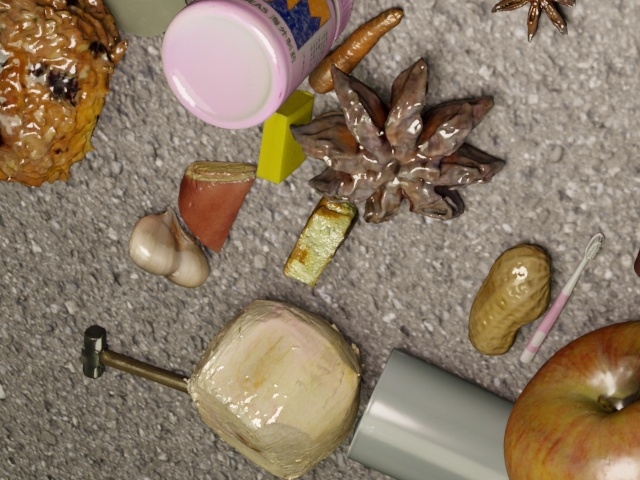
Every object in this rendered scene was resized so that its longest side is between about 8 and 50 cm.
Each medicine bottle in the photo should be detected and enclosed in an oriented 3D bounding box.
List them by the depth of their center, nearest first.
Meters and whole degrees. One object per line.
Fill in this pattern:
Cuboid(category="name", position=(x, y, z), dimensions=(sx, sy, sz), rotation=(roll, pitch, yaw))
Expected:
Cuboid(category="medicine bottle", position=(-0.078, -0.290, 1.438), dimensions=(0.178, 0.290, 0.178), rotation=(12, 126, 17))

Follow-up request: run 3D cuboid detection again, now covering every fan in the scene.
Cuboid(category="fan", position=(-0.233, -0.360, 1.639), dimensions=(0.310, 0.010, 0.182), rotation=(39, 129, 0))

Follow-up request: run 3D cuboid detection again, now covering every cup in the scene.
Cuboid(category="cup", position=(0.219, 0.336, 1.772), dimensions=(0.312, 0.205, 0.205), rotation=(24, 128, 7))

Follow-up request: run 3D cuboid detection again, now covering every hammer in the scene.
Cuboid(category="hammer", position=(-0.303, 0.270, 2.072), dimensions=(0.366, 0.043, 0.111), rotation=(17, 125, 10))

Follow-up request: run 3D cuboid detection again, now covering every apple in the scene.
Cuboid(category="apple", position=(0.482, 0.315, 1.531), dimensions=(0.400, 0.400, 0.333), rotation=(-15, 126, 31))

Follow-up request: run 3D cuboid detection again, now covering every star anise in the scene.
Cuboid(category="star anise", position=(0.289, -0.338, 1.401), dimensions=(0.141, 0.042, 0.141), rotation=(12, 128, 16))
Cuboid(category="star anise", position=(0.113, -0.131, 1.550), dimensions=(0.332, 0.117, 0.331), rotation=(3, 135, 3))

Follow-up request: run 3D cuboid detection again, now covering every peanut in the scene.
Cuboid(category="peanut", position=(0.298, 0.100, 1.650), dimensions=(0.108, 0.095, 0.226), rotation=(26, 129, 3))

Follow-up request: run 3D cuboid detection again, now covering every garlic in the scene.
Cuboid(category="garlic", position=(-0.266, 0.020, 1.844), dimensions=(0.174, 0.124, 0.099), rotation=(31, 117, -31))

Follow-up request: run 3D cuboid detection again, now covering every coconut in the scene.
Cuboid(category="coconut", position=(-0.066, 0.242, 1.801), dimensions=(0.297, 0.254, 0.297), rotation=(34, 160, 15))

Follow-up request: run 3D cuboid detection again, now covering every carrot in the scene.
Cuboid(category="carrot", position=(0.053, -0.283, 1.546), dimensions=(0.047, 0.047, 0.191), rotation=(46, 124, -9))

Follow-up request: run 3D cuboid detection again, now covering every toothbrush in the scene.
Cuboid(category="toothbrush", position=(0.379, 0.099, 1.659), dimensions=(0.020, 0.025, 0.286), rotation=(26, 129, 7))

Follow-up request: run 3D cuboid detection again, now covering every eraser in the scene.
Cuboid(category="eraser", position=(-0.055, -0.164, 1.634), dimensions=(0.045, 0.097, 0.122), rotation=(22, 127, 18))

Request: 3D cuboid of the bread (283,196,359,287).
Cuboid(category="bread", position=(0.000, 0.000, 1.697), dimensions=(0.069, 0.128, 0.140), rotation=(31, 131, -3))

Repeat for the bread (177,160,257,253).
Cuboid(category="bread", position=(-0.188, -0.071, 1.773), dimensions=(0.119, 0.067, 0.192), rotation=(30, 128, 3))

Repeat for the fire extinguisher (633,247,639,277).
Cuboid(category="fire extinguisher", position=(0.511, -0.034, 1.467), dimensions=(0.071, 0.099, 0.231), rotation=(6, 127, -6))

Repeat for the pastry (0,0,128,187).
Cuboid(category="pastry", position=(-0.483, -0.289, 1.628), dimensions=(0.337, 0.292, 0.405), rotation=(-32, 95, 25))
